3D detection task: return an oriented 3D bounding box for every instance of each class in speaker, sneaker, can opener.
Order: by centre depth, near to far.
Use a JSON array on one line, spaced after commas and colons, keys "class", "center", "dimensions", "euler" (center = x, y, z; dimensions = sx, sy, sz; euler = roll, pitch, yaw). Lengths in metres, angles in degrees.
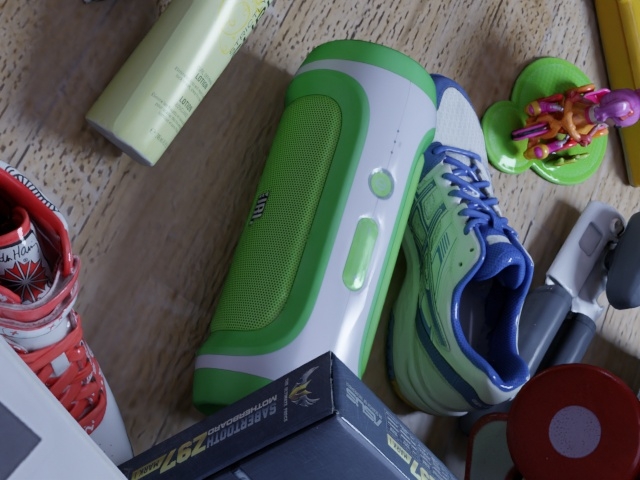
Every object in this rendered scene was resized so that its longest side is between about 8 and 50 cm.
[{"class": "sneaker", "center": [-0.185, 0.067, 0.674], "dimensions": [0.090, 0.145, 0.270], "euler": [-36, 102, -32]}, {"class": "speaker", "center": [0.000, 0.000, 0.815], "dimensions": [0.131, 0.131, 0.296], "euler": [27, 68, -27]}, {"class": "sneaker", "center": [0.127, -0.004, 0.898], "dimensions": [0.112, 0.131, 0.296], "euler": [1, 80, -31]}, {"class": "can opener", "center": [0.230, 0.074, 0.972], "dimensions": [0.076, 0.095, 0.283], "euler": [45, 61, -18]}]

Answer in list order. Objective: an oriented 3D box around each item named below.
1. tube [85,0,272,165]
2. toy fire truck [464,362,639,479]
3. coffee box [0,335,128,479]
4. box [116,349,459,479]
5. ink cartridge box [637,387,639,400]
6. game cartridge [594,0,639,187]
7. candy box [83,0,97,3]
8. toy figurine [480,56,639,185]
[{"class": "tube", "center": [-0.078, -0.167, 0.787], "dimensions": [0.062, 0.070, 0.240], "euler": [37, 81, -16]}, {"class": "toy fire truck", "center": [0.250, 0.232, 0.782], "dimensions": [0.169, 0.302, 0.253], "euler": [40, 55, -64]}, {"class": "coffee box", "center": [-0.268, 0.189, 0.466], "dimensions": [0.338, 0.338, 0.334], "euler": [-44, 107, -23]}, {"class": "box", "center": [0.001, 0.197, 0.719], "dimensions": [0.232, 0.183, 0.059], "euler": [48, 22, -31]}, {"class": "ink cartridge box", "center": [0.385, 0.237, 0.954], "dimensions": [0.198, 0.197, 0.270], "euler": [51, 57, -43]}, {"class": "game cartridge", "center": [0.416, -0.229, 1.168], "dimensions": [0.285, 0.053, 0.323], "euler": [-9, 88, -34]}, {"class": "candy box", "center": [-0.115, -0.289, 0.821], "dimensions": [0.196, 0.070, 0.164], "euler": [-25, 96, -33]}, {"class": "toy figurine", "center": [0.260, -0.122, 0.984], "dimensions": [0.173, 0.159, 0.130], "euler": [-18, 92, -33]}]
